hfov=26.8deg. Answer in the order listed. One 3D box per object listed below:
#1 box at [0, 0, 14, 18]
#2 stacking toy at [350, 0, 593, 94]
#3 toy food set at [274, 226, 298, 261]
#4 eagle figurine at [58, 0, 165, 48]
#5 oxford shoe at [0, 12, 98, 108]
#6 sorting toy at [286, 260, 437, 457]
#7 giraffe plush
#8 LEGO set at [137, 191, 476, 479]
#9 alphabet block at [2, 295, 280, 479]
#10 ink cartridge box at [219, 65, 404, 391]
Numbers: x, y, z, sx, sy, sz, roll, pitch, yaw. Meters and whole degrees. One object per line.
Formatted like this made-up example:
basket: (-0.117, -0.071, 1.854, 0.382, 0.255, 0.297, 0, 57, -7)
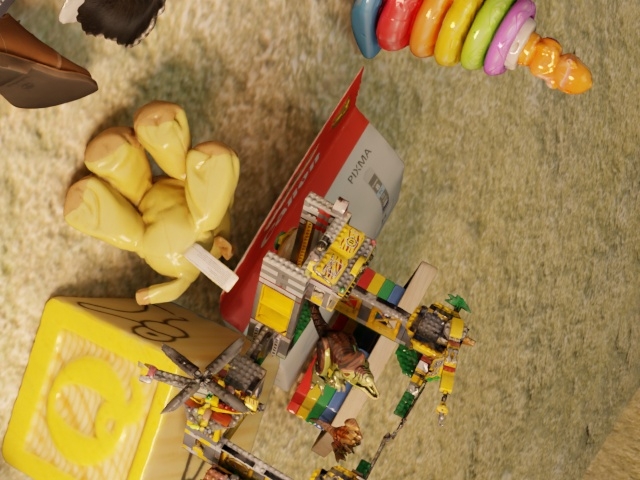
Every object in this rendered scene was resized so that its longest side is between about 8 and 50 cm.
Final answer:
box: (-0.323, -0.205, 1.008, 0.207, 0.153, 0.108, -58, 149, -17)
stacking toy: (0.204, -0.264, 1.667, 0.165, 0.302, 0.175, -58, 167, -13)
toy food set: (-0.029, 0.017, 1.477, 0.083, 0.020, 0.082, -22, 132, -57)
eagle figurine: (-0.144, -0.273, 1.108, 0.225, 0.298, 0.226, 5, 105, -60)
oxford shoe: (-0.268, -0.167, 1.218, 0.212, 0.076, 0.076, 16, 56, -70)
sorting toy: (0.041, 0.152, 1.834, 0.257, 0.089, 0.255, -60, 178, -15)
giraffe plush: (-0.148, -0.028, 1.422, 0.181, 0.210, 0.170, -34, 175, 3)
LEGO set: (0.009, 0.114, 1.299, 0.331, 0.255, 0.192, -46, 165, -30)
alphabet block: (-0.191, 0.177, 1.450, 0.197, 0.192, 0.193, 6, 102, -59)
ink cartridge box: (0.000, 0.000, 1.608, 0.308, 0.091, 0.385, -59, 173, -14)
